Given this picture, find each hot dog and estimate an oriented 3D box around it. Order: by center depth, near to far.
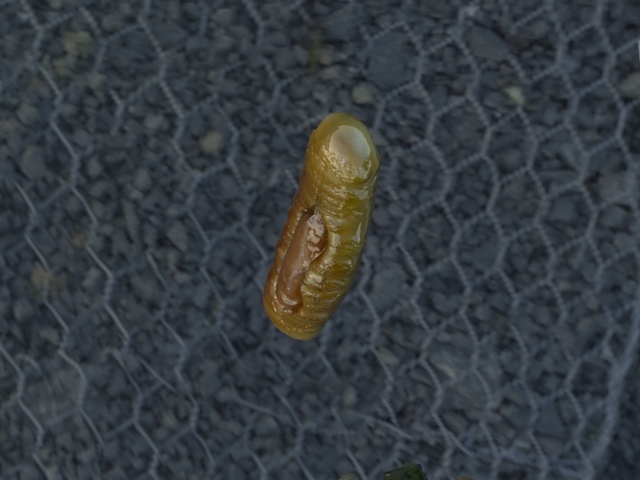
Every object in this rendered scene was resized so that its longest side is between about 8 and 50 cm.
[{"bbox_3d":[-0.001,0.000,0.640,0.028,0.137,0.044,-25,66,-29],"label":"hot dog"}]

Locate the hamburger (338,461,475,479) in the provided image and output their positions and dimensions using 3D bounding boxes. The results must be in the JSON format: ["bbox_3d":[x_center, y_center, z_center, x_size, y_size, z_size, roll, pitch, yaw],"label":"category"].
[{"bbox_3d":[0.024,0.173,0.599,0.135,0.208,0.155,-43,78,16],"label":"hamburger"}]

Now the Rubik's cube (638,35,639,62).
[{"bbox_3d":[0.398,-0.109,1.166,0.319,0.319,0.264,24,53,-20],"label":"Rubik's cube"}]
